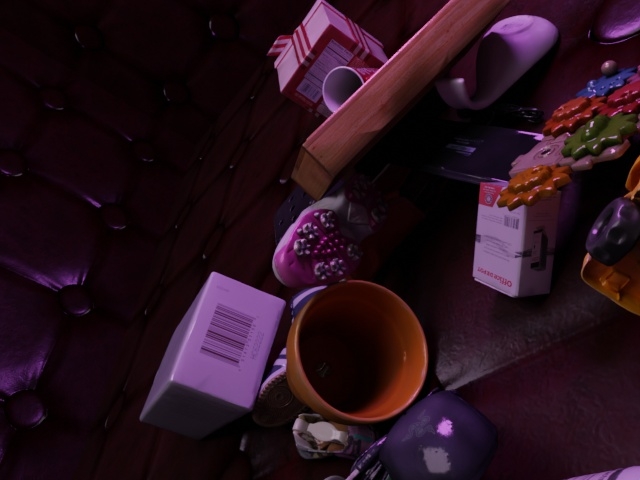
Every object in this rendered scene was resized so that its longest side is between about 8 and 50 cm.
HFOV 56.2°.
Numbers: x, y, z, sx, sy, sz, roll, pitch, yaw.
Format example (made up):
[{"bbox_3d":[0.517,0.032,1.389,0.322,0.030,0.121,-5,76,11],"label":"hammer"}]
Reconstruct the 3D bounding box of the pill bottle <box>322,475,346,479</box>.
[{"bbox_3d":[-0.010,0.405,0.874,0.137,0.078,0.078,-43,29,33],"label":"pill bottle"}]

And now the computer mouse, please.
[{"bbox_3d":[0.108,0.224,0.678,0.188,0.072,0.272,-41,-6,-11],"label":"computer mouse"}]

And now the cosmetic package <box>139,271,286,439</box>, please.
[{"bbox_3d":[-0.243,0.267,1.272,0.453,0.161,0.230,-46,24,57],"label":"cosmetic package"}]

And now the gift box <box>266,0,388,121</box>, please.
[{"bbox_3d":[0.011,-0.471,1.633,0.276,0.255,0.258,-44,30,24],"label":"gift box"}]

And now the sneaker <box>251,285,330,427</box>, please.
[{"bbox_3d":[-0.041,0.210,1.137,0.282,0.099,0.153,-55,23,8],"label":"sneaker"}]

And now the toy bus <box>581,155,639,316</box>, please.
[{"bbox_3d":[0.369,-0.055,0.588,0.211,0.149,0.220,-58,-7,-52],"label":"toy bus"}]

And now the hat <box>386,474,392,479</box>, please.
[{"bbox_3d":[0.078,0.418,0.744,0.173,0.183,0.208,-18,1,37],"label":"hat"}]

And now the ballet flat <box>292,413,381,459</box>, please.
[{"bbox_3d":[0.005,0.308,0.954,0.221,0.079,0.077,-23,45,54],"label":"ballet flat"}]

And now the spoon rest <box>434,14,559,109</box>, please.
[{"bbox_3d":[0.299,-0.301,1.018,0.137,0.084,0.276,17,50,45],"label":"spoon rest"}]

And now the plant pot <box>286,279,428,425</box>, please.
[{"bbox_3d":[0.032,0.187,0.926,0.188,0.205,0.205,130,160,-60],"label":"plant pot"}]

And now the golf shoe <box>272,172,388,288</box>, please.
[{"bbox_3d":[0.000,0.000,0.952,0.140,0.115,0.306,-26,9,36],"label":"golf shoe"}]

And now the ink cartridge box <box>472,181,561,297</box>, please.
[{"bbox_3d":[0.254,-0.004,0.785,0.099,0.056,0.135,-148,57,-66],"label":"ink cartridge box"}]

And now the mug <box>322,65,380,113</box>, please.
[{"bbox_3d":[0.111,-0.358,1.429,0.150,0.169,0.113,13,112,28],"label":"mug"}]

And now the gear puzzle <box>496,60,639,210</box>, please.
[{"bbox_3d":[0.318,-0.141,0.737,0.339,0.044,0.175,-41,16,-24],"label":"gear puzzle"}]

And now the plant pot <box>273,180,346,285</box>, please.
[{"bbox_3d":[0.008,-0.027,1.229,0.187,0.167,0.188,-49,25,22],"label":"plant pot"}]

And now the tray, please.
[{"bbox_3d":[0.123,-0.247,1.003,0.411,0.076,0.203,-46,0,-11],"label":"tray"}]

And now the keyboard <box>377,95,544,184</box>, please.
[{"bbox_3d":[0.254,-0.163,0.967,0.201,0.033,0.317,-43,38,-18],"label":"keyboard"}]

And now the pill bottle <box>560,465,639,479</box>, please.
[{"bbox_3d":[0.224,0.269,0.469,0.278,0.162,0.162,-35,34,43],"label":"pill bottle"}]

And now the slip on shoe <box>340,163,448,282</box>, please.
[{"bbox_3d":[0.135,-0.055,1.084,0.331,0.123,0.101,-54,28,0],"label":"slip on shoe"}]
